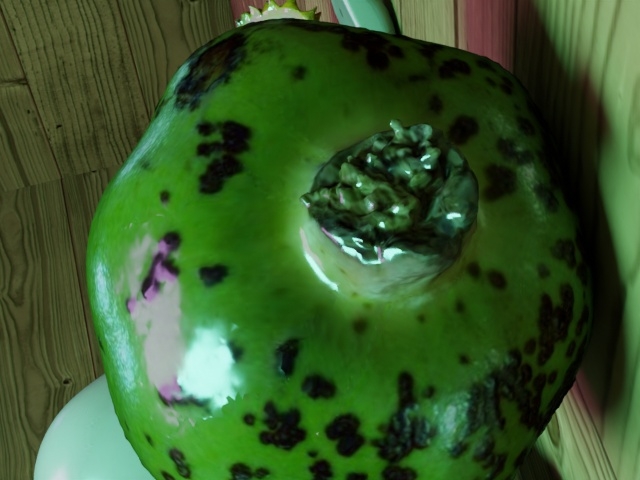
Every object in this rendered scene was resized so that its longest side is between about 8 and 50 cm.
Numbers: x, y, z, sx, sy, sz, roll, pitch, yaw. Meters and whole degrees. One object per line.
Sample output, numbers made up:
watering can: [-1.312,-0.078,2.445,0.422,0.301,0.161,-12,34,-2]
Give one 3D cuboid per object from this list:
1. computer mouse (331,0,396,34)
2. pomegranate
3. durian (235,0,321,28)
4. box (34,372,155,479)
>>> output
computer mouse: [0.041,-0.151,1.122,0.056,0.032,0.110,84,161,-71]
pomegranate: [0.013,0.014,0.699,0.270,0.254,0.254,114,143,-68]
durian: [-0.019,-0.114,1.401,0.165,0.132,0.182,119,150,-68]
box: [-0.024,0.166,1.054,0.141,0.349,0.289,24,136,43]
